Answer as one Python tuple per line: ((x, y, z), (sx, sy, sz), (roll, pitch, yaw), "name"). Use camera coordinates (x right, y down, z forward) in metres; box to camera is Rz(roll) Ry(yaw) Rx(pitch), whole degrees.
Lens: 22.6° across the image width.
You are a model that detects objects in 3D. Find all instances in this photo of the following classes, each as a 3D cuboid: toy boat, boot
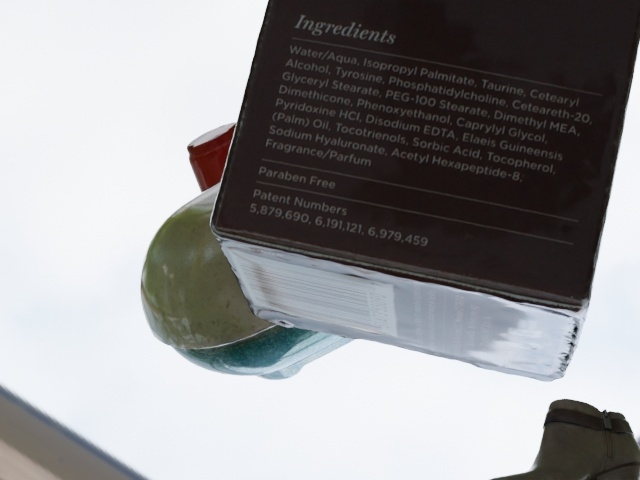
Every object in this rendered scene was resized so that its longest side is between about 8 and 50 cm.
((0.000, 0.000, 1.045), (0.267, 0.148, 0.318), (-30, -165, -15), "toy boat")
((0.159, 0.145, 1.065), (0.118, 0.042, 0.087), (14, -130, -14), "boot")

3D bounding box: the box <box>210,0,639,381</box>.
((0.059, -0.059, 0.766), (0.167, 0.168, 0.203), (12, -104, 8), "box")
